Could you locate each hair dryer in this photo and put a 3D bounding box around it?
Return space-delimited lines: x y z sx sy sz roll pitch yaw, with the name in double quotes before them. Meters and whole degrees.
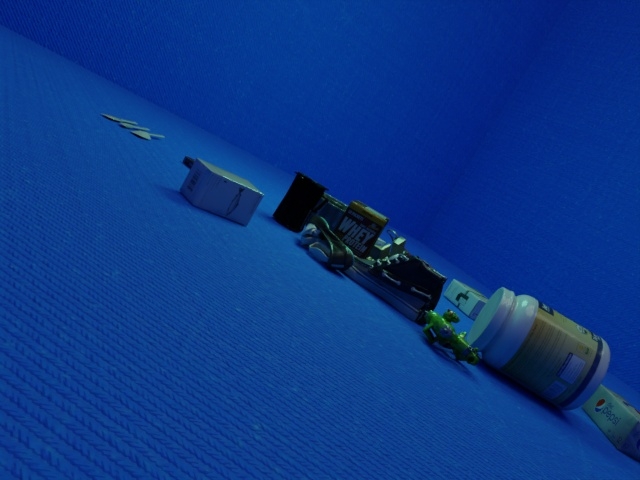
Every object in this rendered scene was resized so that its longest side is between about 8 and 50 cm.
"hair dryer" 0.382 0.085 2.361 0.293 0.080 0.223 53 11 -30

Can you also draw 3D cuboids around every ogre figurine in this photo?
"ogre figurine" 0.326 0.241 1.488 0.118 0.097 0.197 46 20 -16

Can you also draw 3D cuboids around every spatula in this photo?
"spatula" -0.663 -0.404 2.114 0.168 0.019 0.242 25 7 4

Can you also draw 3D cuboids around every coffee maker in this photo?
"coffee maker" -0.079 -0.131 1.953 0.171 0.178 0.120 25 7 -44

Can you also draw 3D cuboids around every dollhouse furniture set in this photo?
"dollhouse furniture set" 0.208 0.029 2.116 0.123 0.144 0.151 35 46 30

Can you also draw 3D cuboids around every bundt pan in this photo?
"bundt pan" 0.037 -0.098 2.338 0.331 0.124 0.331 29 9 -5

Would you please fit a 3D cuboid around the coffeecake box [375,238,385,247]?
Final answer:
"coffeecake box" 0.166 -0.021 2.511 0.186 0.068 0.142 36 10 33

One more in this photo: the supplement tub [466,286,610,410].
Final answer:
"supplement tub" 0.586 0.290 1.602 0.316 0.228 0.228 31 9 6

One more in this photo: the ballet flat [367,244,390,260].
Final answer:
"ballet flat" 0.256 0.075 2.270 0.206 0.073 0.067 21 21 -38

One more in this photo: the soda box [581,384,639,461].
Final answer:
"soda box" 0.848 0.509 1.656 0.091 0.098 0.286 31 8 1

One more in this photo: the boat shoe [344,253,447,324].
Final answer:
"boat shoe" 0.210 0.089 1.719 0.341 0.158 0.127 34 9 23

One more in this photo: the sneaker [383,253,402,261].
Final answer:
"sneaker" 0.305 0.139 2.079 0.281 0.105 0.115 21 42 -55

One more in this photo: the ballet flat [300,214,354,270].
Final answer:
"ballet flat" 0.000 0.000 1.752 0.096 0.095 0.280 -7 28 -25

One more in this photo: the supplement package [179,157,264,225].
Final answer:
"supplement package" -0.262 -0.128 1.566 0.179 0.105 0.105 22 12 -42

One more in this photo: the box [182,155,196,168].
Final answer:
"box" -0.385 -0.236 2.034 0.116 0.029 0.162 37 9 40

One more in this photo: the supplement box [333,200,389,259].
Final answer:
"supplement box" 0.119 -0.018 1.920 0.129 0.191 0.194 31 8 6

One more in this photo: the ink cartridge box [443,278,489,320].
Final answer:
"ink cartridge box" 0.623 0.257 2.384 0.153 0.086 0.208 26 11 -25
